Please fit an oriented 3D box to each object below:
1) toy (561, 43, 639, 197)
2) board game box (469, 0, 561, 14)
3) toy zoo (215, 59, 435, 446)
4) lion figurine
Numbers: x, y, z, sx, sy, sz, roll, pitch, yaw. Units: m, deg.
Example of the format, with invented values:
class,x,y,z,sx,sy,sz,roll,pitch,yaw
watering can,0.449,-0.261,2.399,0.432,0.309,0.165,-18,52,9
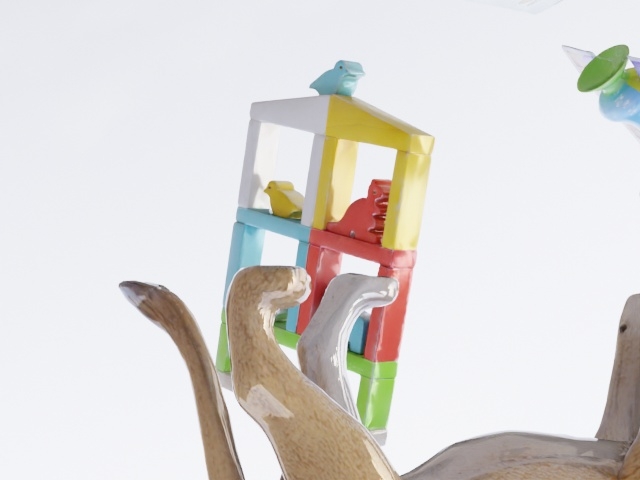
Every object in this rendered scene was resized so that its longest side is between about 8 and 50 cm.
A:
class,x,y,z,sx,sy,sz,roll,pitch,yaw
toy,0.252,-0.031,0.972,0.056,0.237,0.137,-44,-159,-5
board game box,0.020,-0.193,0.447,0.098,0.224,0.303,-28,176,22
toy zoo,0.000,0.000,1.157,0.030,0.293,0.192,1,-169,-43
lion figurine,0.091,0.139,0.694,0.392,0.240,0.142,4,178,-8
